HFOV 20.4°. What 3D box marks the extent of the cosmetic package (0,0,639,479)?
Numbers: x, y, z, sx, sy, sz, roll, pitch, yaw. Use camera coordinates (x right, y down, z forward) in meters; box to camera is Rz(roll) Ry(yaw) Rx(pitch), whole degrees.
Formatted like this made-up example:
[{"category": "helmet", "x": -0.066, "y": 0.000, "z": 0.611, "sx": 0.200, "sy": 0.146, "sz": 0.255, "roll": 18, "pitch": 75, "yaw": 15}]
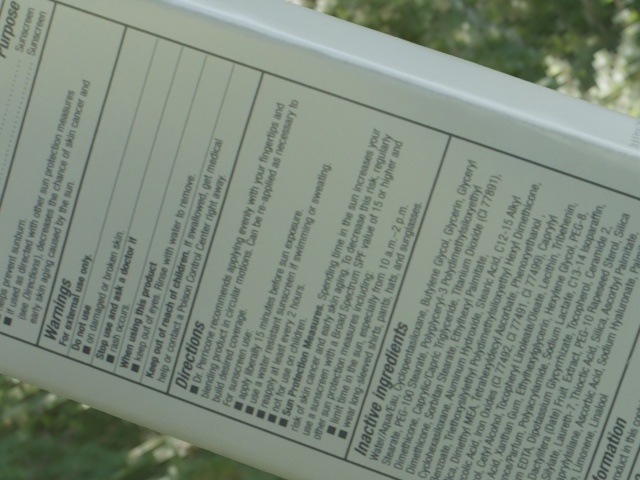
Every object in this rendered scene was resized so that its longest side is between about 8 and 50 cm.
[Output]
[{"category": "cosmetic package", "x": 0.000, "y": 0.000, "z": 0.674, "sx": 0.113, "sy": 0.309, "sz": 0.160, "roll": -39, "pitch": -32, "yaw": -74}]
